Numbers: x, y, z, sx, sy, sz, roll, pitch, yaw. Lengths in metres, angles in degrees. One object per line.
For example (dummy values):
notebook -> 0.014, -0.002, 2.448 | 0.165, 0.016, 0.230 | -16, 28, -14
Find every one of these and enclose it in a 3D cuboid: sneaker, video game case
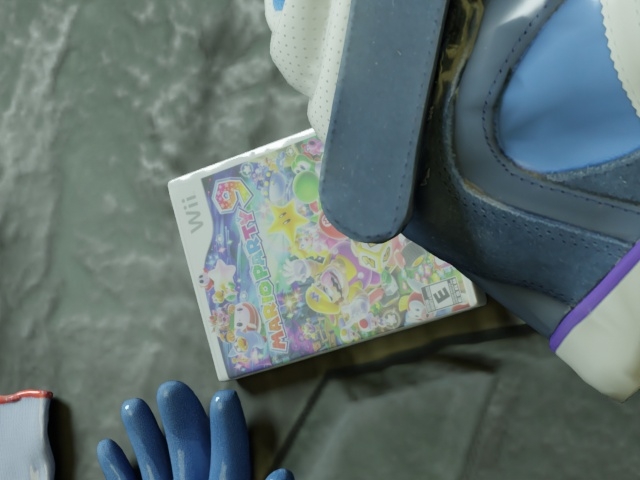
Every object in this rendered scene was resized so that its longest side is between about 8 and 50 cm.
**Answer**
sneaker -> 0.102, -0.122, 0.535 | 0.236, 0.130, 0.323 | 46, 127, 12
video game case -> 0.000, 0.000, 0.686 | 0.122, 0.011, 0.087 | -19, 83, 29

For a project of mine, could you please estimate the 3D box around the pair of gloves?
pair of gloves -> -0.096, 0.140, 0.740 | 0.198, 0.023, 0.159 | -4, 90, 28
